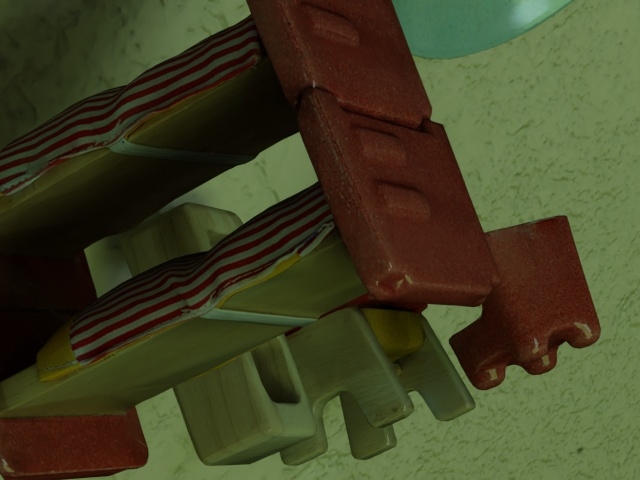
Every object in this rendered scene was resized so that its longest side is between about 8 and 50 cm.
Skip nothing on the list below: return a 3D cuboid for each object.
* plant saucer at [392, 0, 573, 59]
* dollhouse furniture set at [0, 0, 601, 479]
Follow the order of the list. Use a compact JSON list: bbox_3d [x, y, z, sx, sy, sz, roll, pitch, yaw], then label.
[{"bbox_3d":[0.102,-0.173,0.934,0.195,0.037,0.195,-29,153,-16],"label":"plant saucer"},{"bbox_3d":[0.000,0.000,0.858,0.201,0.152,0.374,-27,165,22],"label":"dollhouse furniture set"}]
